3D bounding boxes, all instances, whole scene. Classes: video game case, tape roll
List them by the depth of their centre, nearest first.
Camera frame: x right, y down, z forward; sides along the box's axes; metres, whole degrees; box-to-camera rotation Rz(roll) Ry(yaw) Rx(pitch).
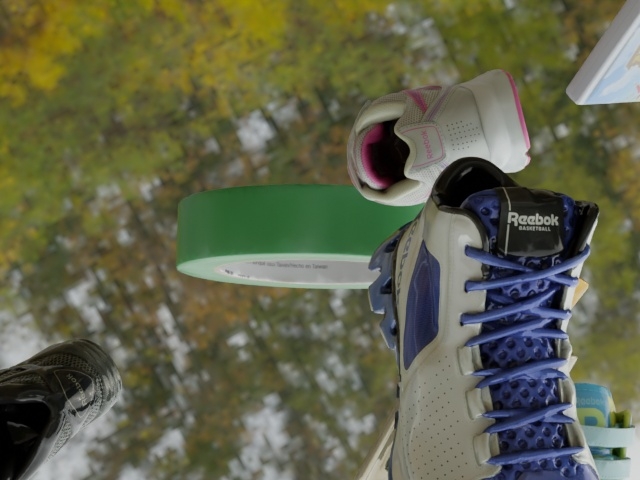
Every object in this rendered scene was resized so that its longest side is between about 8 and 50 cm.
[{"bbox_3d":[0.338,-0.210,1.430,0.193,0.023,0.212,-8,140,-44],"label":"video game case"},{"bbox_3d":[0.000,0.000,1.769,0.321,0.077,0.321,2,173,0],"label":"tape roll"}]

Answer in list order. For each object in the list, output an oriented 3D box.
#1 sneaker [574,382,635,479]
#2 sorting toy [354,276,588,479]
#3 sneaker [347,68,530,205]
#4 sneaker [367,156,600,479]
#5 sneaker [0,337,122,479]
[{"bbox_3d":[0.228,0.244,1.368,0.127,0.208,0.319,8,-163,-22],"label":"sneaker"},{"bbox_3d":[0.148,0.175,1.519,0.047,0.196,0.347,47,-63,47],"label":"sorting toy"},{"bbox_3d":[0.067,-0.079,1.305,0.111,0.103,0.252,-13,176,-21],"label":"sneaker"},{"bbox_3d":[0.113,0.065,1.040,0.127,0.315,0.182,-1,142,-16],"label":"sneaker"},{"bbox_3d":[-0.271,0.156,1.232,0.227,0.087,0.130,-24,-175,29],"label":"sneaker"}]
